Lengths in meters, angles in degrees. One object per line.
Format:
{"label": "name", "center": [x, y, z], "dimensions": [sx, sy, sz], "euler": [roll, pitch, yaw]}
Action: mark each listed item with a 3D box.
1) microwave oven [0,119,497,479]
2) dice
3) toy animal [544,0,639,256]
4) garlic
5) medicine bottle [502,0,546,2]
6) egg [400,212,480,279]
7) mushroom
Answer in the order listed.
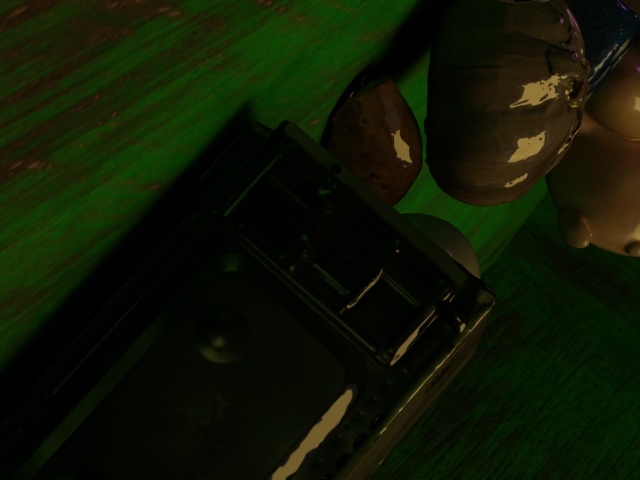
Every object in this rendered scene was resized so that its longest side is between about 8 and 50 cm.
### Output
{"label": "microwave oven", "center": [-0.081, 0.138, 1.287], "dimensions": [0.394, 0.247, 0.333], "euler": [-48, 169, -8]}
{"label": "dice", "center": [0.240, -0.216, 1.657], "dimensions": [0.146, 0.146, 0.143], "euler": [-50, 173, 6]}
{"label": "toy animal", "center": [0.340, -0.166, 1.858], "dimensions": [0.277, 0.345, 0.247], "euler": [6, 145, -37]}
{"label": "garlic", "center": [0.178, -0.145, 1.488], "dimensions": [0.228, 0.152, 0.228], "euler": [5, 90, -85]}
{"label": "medicine bottle", "center": [0.157, -0.251, 1.254], "dimensions": [0.107, 0.107, 0.191], "euler": [-49, 171, 1]}
{"label": "egg", "center": [0.102, 0.065, 2.009], "dimensions": [0.253, 0.186, 0.186], "euler": [-45, 170, -43]}
{"label": "mushroom", "center": [0.052, -0.083, 1.508], "dimensions": [0.072, 0.094, 0.210], "euler": [-50, 175, -16]}
